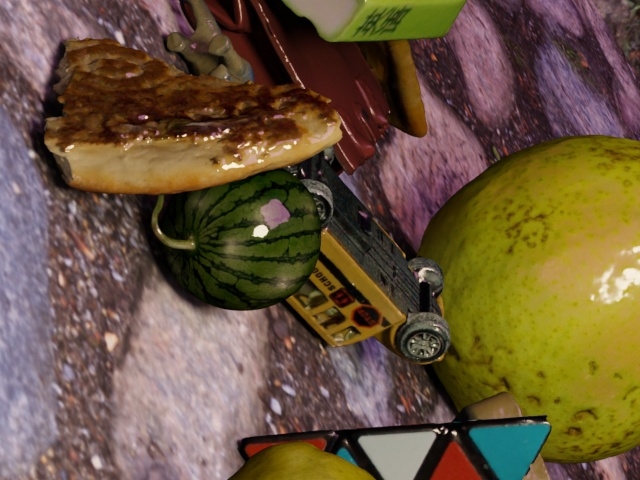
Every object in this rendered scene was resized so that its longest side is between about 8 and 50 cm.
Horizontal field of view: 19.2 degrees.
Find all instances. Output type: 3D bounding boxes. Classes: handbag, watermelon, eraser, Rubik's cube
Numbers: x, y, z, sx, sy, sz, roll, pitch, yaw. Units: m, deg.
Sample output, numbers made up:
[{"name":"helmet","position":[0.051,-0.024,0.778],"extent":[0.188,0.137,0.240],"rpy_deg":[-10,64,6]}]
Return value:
[{"name":"handbag","position":[-0.028,-0.208,2.135],"extent":[0.275,0.084,0.260],"rpy_deg":[57,20,-10]},{"name":"watermelon","position":[-0.085,-0.004,1.702],"extent":[0.187,0.141,0.140],"rpy_deg":[-8,69,-47]},{"name":"eraser","position":[0.034,-0.309,2.094],"extent":[0.210,0.092,0.274],"rpy_deg":[48,26,18]},{"name":"Rubik's cube","position":[0.047,0.285,1.713],"extent":[0.250,0.284,0.234],"rpy_deg":[2,81,-36]}]

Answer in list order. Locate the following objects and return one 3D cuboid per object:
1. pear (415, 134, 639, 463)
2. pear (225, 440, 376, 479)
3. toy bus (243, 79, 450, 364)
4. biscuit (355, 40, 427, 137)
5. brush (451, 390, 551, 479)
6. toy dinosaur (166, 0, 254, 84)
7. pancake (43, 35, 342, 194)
[{"name":"pear","position":[0.299,0.056,2.134],"extent":[0.391,0.391,0.391],"rpy_deg":[46,27,-31]},{"name":"pear","position":[-0.019,0.280,1.400],"extent":[0.212,0.212,0.269],"rpy_deg":[40,47,-40]},{"name":"toy bus","position":[0.000,0.000,1.881],"extent":[0.335,0.123,0.121],"rpy_deg":[48,24,-29]},{"name":"biscuit","position":[0.055,-0.223,2.286],"extent":[0.183,0.039,0.174],"rpy_deg":[37,-26,42]},{"name":"brush","position":[0.154,0.239,1.859],"extent":[0.059,0.197,0.123],"rpy_deg":[-14,69,-25]},{"name":"toy dinosaur","position":[-0.087,-0.144,1.979],"extent":[0.188,0.075,0.247],"rpy_deg":[46,19,-53]},{"name":"pancake","position":[-0.142,-0.118,1.700],"extent":[0.266,0.057,0.244],"rpy_deg":[-15,39,-32]}]
